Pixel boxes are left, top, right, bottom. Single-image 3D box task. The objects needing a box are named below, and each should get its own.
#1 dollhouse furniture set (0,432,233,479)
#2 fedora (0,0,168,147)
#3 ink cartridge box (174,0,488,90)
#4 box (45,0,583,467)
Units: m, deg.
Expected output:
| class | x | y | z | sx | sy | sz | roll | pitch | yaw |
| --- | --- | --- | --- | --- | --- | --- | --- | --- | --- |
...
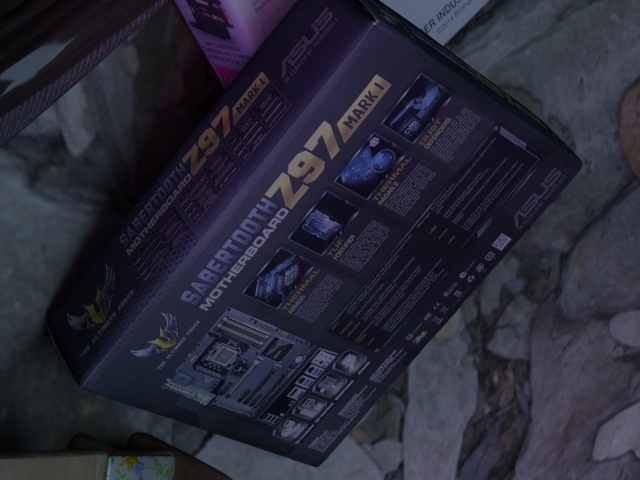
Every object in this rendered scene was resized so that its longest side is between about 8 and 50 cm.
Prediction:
| class | x | y | z | sx | sy | sz | roll | pitch | yaw |
| --- | --- | --- | --- | --- | --- | --- | --- | --- | --- |
| dollhouse furniture set | -0.138 | 0.221 | 0.677 | 0.212 | 0.161 | 0.242 | 5 | 99 | -43 |
| fedora | -0.135 | -0.128 | 0.575 | 0.275 | 0.244 | 0.124 | -40 | 91 | 13 |
| ink cartridge box | -0.018 | -0.210 | 0.735 | 0.186 | 0.065 | 0.311 | -46 | 131 | -22 |
| box | 0.000 | 0.000 | 0.755 | 0.183 | 0.059 | 0.232 | 26 | 108 | -45 |
